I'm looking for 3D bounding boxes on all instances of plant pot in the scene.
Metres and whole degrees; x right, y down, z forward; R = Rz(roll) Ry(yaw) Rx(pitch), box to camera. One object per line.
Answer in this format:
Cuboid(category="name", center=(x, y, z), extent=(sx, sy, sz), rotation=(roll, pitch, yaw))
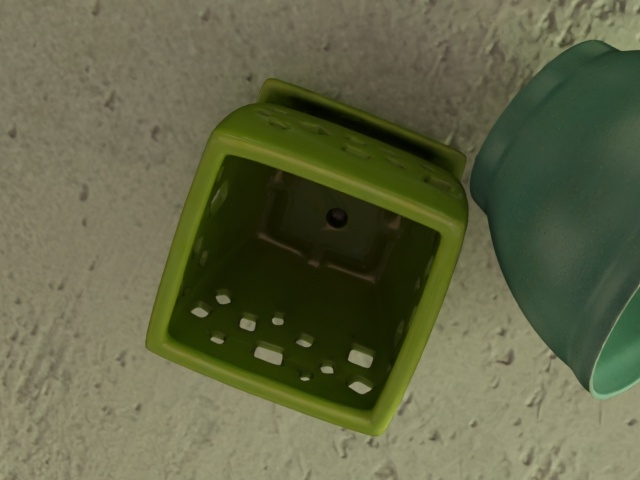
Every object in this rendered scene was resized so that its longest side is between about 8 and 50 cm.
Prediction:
Cuboid(category="plant pot", center=(0.000, 0.000, 1.680), extent=(0.227, 0.207, 0.228), rotation=(21, 116, 1))
Cuboid(category="plant pot", center=(0.250, -0.043, 1.593), extent=(0.196, 0.293, 0.293), rotation=(42, 119, 21))
